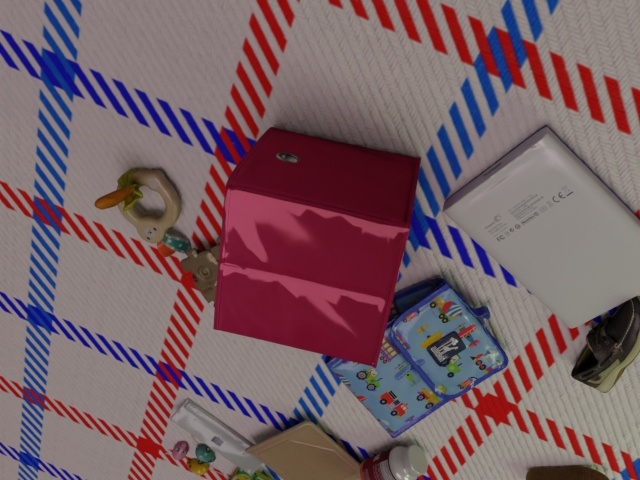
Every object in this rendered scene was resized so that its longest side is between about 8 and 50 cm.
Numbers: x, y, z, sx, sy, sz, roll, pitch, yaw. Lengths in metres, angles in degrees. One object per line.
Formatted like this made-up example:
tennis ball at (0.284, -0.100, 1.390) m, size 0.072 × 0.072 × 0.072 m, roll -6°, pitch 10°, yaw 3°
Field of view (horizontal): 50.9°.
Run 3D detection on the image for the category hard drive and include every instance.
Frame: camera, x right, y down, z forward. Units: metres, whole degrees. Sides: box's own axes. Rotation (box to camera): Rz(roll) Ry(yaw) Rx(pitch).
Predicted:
hard drive at (0.384, -0.009, 1.082) m, size 0.318 × 0.040 × 0.210 m, roll 40°, pitch 127°, yaw -13°

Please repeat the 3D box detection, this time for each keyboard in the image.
keyboard at (-0.248, 0.487, 1.657) m, size 0.256 × 0.014 × 0.072 m, roll 39°, pitch 105°, yaw -13°

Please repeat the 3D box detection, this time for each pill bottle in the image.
pill bottle at (0.164, 0.516, 1.517) m, size 0.086 × 0.086 × 0.152 m, roll 43°, pitch 126°, yaw -16°

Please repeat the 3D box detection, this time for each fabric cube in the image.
fabric cube at (0.000, 0.000, 1.052) m, size 0.258 × 0.254 × 0.259 m, roll 13°, pitch 120°, yaw 6°

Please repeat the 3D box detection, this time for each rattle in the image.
rattle at (-0.321, -0.021, 1.241) m, size 0.130 × 0.143 × 0.200 m, roll -6°, pitch 119°, yaw -1°

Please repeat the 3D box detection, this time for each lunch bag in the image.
lunch bag at (0.192, 0.201, 1.267) m, size 0.293 × 0.138 × 0.221 m, roll -33°, pitch 110°, yaw 21°

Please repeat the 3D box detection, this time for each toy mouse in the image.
toy mouse at (-0.332, 0.556, 1.740) m, size 0.160 × 0.031 × 0.143 m, roll 12°, pitch 128°, yaw 9°

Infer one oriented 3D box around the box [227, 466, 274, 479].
box at (-0.193, 0.649, 1.759) m, size 0.105 × 0.043 × 0.179 m, roll 29°, pitch 131°, yaw -4°

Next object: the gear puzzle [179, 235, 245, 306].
gear puzzle at (-0.098, 0.037, 1.276) m, size 0.338 × 0.044 × 0.176 m, roll -21°, pitch 115°, yaw 26°

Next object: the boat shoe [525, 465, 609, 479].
boat shoe at (0.526, 0.517, 1.423) m, size 0.169 × 0.063 × 0.059 m, roll -5°, pitch 127°, yaw 32°

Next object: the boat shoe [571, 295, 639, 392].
boat shoe at (0.497, 0.181, 1.165) m, size 0.073 × 0.080 × 0.224 m, roll 9°, pitch 132°, yaw 5°

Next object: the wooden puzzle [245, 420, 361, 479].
wooden puzzle at (-0.028, 0.524, 1.617) m, size 0.238 × 0.044 × 0.221 m, roll 42°, pitch 126°, yaw -20°
